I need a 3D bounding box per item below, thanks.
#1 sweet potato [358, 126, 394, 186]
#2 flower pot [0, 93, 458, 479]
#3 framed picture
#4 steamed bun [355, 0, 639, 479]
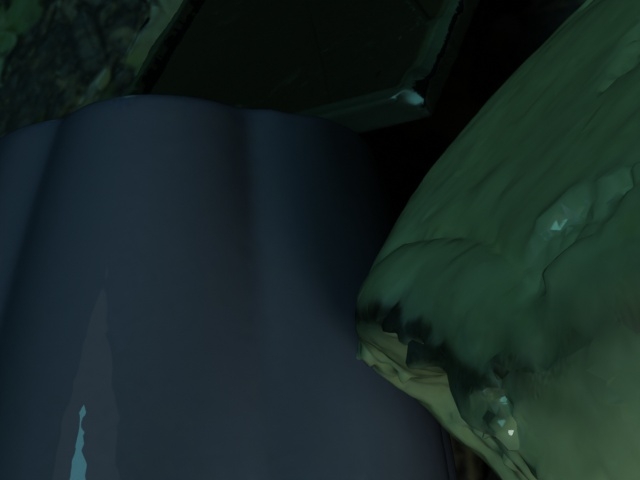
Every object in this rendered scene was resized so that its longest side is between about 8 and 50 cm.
[{"bbox_3d":[0.000,0.000,0.835,0.068,0.060,0.206,-166,91,-69],"label":"sweet potato"},{"bbox_3d":[-0.060,0.080,0.708,0.265,0.265,0.243,-14,66,33],"label":"flower pot"},{"bbox_3d":[0.004,-0.136,0.829,0.209,0.019,0.281,-10,39,35],"label":"framed picture"},{"bbox_3d":[0.190,0.002,0.544,0.312,0.233,0.334,-45,11,2],"label":"steamed bun"}]
